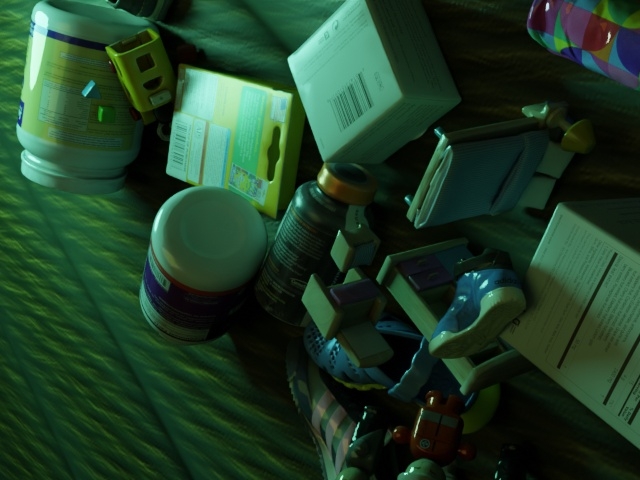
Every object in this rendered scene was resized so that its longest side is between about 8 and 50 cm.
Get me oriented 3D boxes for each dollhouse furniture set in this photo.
[{"bbox_3d":[0.180,0.009,1.050,0.198,0.287,0.303,53,140,31],"label":"dollhouse furniture set"}]

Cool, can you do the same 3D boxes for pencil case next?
[{"bbox_3d":[0.341,-0.215,1.001,0.236,0.104,0.104,43,123,39],"label":"pencil case"}]

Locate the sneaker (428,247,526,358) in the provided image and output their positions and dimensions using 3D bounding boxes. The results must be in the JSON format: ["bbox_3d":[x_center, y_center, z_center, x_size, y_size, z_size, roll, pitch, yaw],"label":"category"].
[{"bbox_3d":[0.166,0.067,1.005,0.152,0.058,0.084,126,146,-48],"label":"sneaker"}]

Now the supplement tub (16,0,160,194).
[{"bbox_3d":[-0.456,-0.278,1.767,0.241,0.241,0.331,32,115,42],"label":"supplement tub"}]

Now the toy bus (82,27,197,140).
[{"bbox_3d":[-0.303,-0.275,1.638,0.104,0.202,0.190,43,112,54],"label":"toy bus"}]

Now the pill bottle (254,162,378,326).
[{"bbox_3d":[0.000,0.000,1.364,0.130,0.131,0.245,47,125,35],"label":"pill bottle"}]

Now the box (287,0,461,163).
[{"bbox_3d":[0.072,-0.227,1.278,0.181,0.119,0.181,-36,66,43],"label":"box"}]

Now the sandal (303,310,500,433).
[{"bbox_3d":[0.091,0.153,1.250,0.317,0.138,0.126,13,71,43],"label":"sandal"}]

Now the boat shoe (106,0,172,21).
[{"bbox_3d":[-0.411,-0.561,1.781,0.355,0.130,0.132,49,126,34],"label":"boat shoe"}]

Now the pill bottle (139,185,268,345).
[{"bbox_3d":[-0.204,0.059,1.520,0.181,0.182,0.323,66,155,21],"label":"pill bottle"}]

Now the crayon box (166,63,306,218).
[{"bbox_3d":[-0.131,-0.173,1.534,0.323,0.083,0.203,24,110,45],"label":"crayon box"}]

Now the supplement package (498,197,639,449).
[{"bbox_3d":[0.368,0.100,0.928,0.293,0.178,0.175,40,122,38],"label":"supplement package"}]

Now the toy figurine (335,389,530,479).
[{"bbox_3d":[0.140,0.308,1.155,0.210,0.213,0.148,-22,37,47],"label":"toy figurine"}]

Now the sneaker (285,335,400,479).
[{"bbox_3d":[0.054,0.273,1.360,0.131,0.112,0.318,-31,71,26],"label":"sneaker"}]
